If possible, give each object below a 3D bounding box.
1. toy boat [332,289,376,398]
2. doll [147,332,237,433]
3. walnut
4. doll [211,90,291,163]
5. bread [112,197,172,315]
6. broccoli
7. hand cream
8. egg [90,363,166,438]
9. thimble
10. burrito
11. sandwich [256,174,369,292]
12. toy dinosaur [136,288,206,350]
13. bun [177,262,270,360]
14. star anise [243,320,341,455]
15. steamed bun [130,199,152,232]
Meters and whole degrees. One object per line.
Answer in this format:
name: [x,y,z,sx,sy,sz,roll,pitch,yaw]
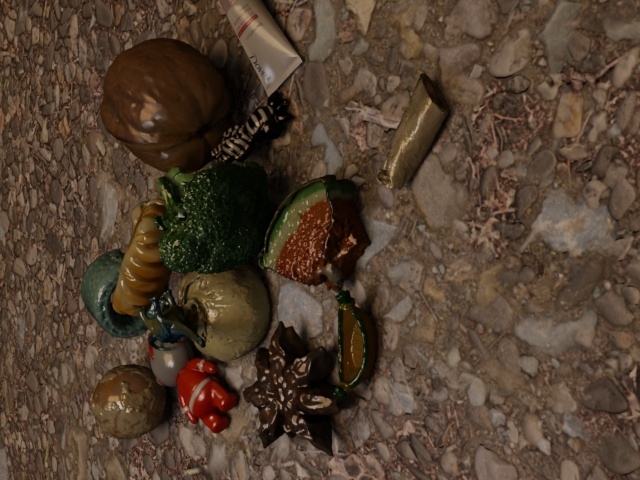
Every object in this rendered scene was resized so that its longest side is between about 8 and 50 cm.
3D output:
toy boat: [0.061,0.210,1.692,0.089,0.088,0.229,10,101,47]
doll: [-0.344,0.346,2.133,0.336,0.105,0.199,38,122,30]
walnut: [-0.368,-0.325,1.965,0.344,0.306,0.306,32,116,33]
doll: [-0.153,-0.243,1.872,0.219,0.067,0.091,-37,58,14]
bread: [-0.414,0.052,1.995,0.173,0.121,0.311,-88,20,-50]
broccoli: [-0.242,-0.063,1.818,0.275,0.308,0.308,45,125,15]
hand cream: [-0.139,-0.459,1.866,0.133,0.083,0.248,-42,73,42]
egg: [-0.521,0.439,2.253,0.245,0.203,0.203,-48,59,50]
thimble: [-0.535,0.138,2.234,0.143,0.198,0.235,34,135,44]
burrito: [0.173,-0.195,1.560,0.087,0.060,0.226,47,124,34]
sandwich: [-0.003,-0.014,1.735,0.212,0.109,0.292,38,125,28]
toy dinosaur: [-0.363,0.198,1.951,0.363,0.076,0.147,-21,96,60]
bun: [-0.246,0.154,1.970,0.259,0.152,0.259,7,99,49]
star anise: [-0.064,0.346,1.822,0.315,0.108,0.315,-4,84,42]
steamed bun: [-0.381,-0.027,2.120,0.155,0.141,0.172,-9,92,37]
